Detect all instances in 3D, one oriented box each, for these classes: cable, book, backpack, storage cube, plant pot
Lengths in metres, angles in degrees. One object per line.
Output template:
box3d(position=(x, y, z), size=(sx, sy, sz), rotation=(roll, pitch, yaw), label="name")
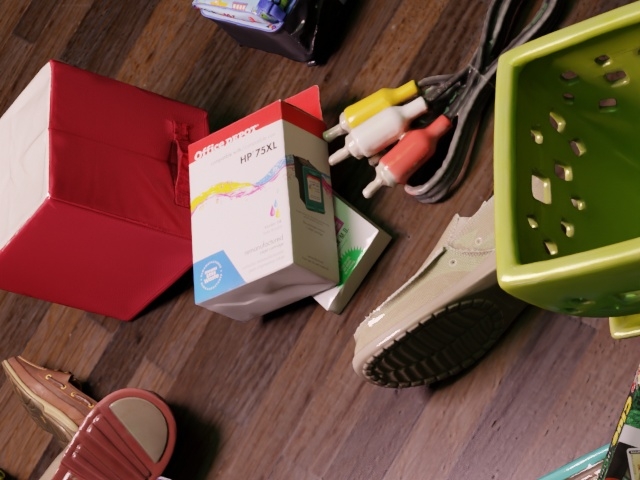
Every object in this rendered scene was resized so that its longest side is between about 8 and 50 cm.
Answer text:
box3d(position=(0.135, -0.150, 1.639), size=(0.287, 0.072, 0.139), rotation=(-44, 52, 13), label="cable")
box3d(position=(0.000, 0.000, 1.703), size=(0.144, 0.035, 0.096), rotation=(40, 99, 44), label="book")
box3d(position=(-0.037, -0.297, 1.835), size=(0.158, 0.117, 0.173), rotation=(23, 80, 44), label="backpack")
box3d(position=(-0.245, -0.051, 1.787), size=(0.215, 0.193, 0.183), rotation=(-41, 44, 43), label="storage cube")
box3d(position=(0.288, -0.047, 1.356), size=(0.228, 0.207, 0.227), rotation=(-16, 58, 33), label="plant pot")

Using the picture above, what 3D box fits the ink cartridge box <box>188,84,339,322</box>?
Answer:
box3d(position=(-0.061, -0.049, 1.700), size=(0.134, 0.078, 0.231), rotation=(-24, 59, 33), label="ink cartridge box")

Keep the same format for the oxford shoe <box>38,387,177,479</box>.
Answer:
box3d(position=(-0.263, 0.299, 1.706), size=(0.348, 0.123, 0.130), rotation=(-48, 0, -2), label="oxford shoe")

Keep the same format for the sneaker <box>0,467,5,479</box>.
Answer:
box3d(position=(-0.398, 0.307, 1.749), size=(0.109, 0.295, 0.123), rotation=(16, 95, 2), label="sneaker")

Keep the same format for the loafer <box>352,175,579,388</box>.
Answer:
box3d(position=(0.137, 0.034, 1.523), size=(0.268, 0.102, 0.092), rotation=(-37, 46, 8), label="loafer")

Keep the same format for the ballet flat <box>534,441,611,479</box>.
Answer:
box3d(position=(0.360, 0.144, 1.245), size=(0.483, 0.164, 0.182), rotation=(-39, 72, 16), label="ballet flat")

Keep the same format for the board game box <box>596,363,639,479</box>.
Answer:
box3d(position=(0.331, 0.185, 1.179), size=(0.260, 0.030, 0.136), rotation=(18, 100, 5), label="board game box")

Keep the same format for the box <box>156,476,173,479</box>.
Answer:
box3d(position=(-0.101, 0.341, 1.543), size=(0.153, 0.108, 0.207), rotation=(5, 70, 41), label="box")

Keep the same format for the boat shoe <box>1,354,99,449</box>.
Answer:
box3d(position=(-0.290, 0.175, 1.837), size=(0.060, 0.064, 0.178), rotation=(-35, 42, -21), label="boat shoe")
